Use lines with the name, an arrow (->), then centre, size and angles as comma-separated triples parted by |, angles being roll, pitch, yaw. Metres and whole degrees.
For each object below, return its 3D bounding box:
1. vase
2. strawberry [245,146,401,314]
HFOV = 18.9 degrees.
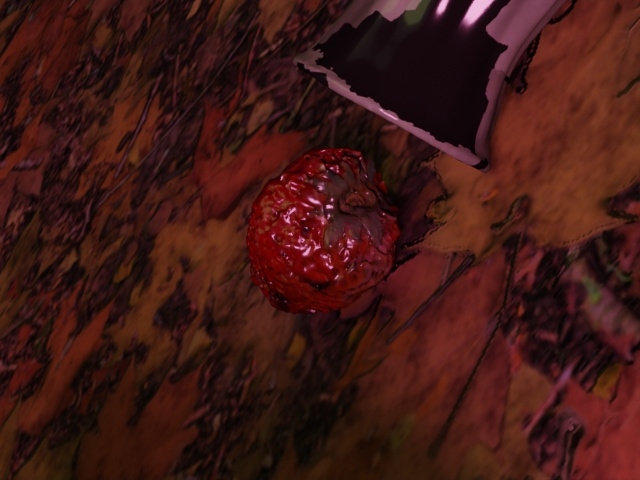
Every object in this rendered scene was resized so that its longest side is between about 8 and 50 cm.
vase -> 0.122, -0.216, 0.942 | 0.360, 0.165, 0.165 | -61, 28, 6
strawberry -> 0.000, 0.000, 1.003 | 0.096, 0.083, 0.083 | -48, 30, 34
